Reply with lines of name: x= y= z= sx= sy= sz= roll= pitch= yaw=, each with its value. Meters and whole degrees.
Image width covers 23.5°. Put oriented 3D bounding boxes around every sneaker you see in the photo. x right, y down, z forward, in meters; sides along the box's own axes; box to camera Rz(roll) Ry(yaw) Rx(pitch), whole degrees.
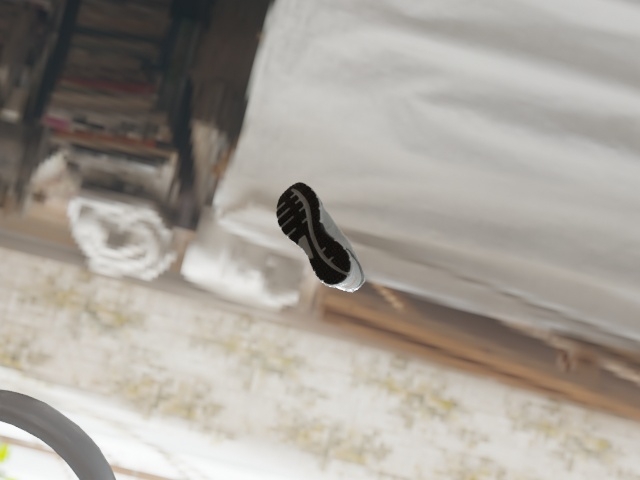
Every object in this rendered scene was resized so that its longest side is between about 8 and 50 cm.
sneaker: x=0.000 y=0.000 z=1.236 sx=0.040 sy=0.043 sz=0.109 roll=-36 pitch=-122 yaw=12

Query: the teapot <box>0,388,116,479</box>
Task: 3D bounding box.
teapot: x=-0.243 y=0.196 z=0.756 sx=0.256 sy=0.187 sz=0.252 roll=-33 pitch=-170 yaw=-32
